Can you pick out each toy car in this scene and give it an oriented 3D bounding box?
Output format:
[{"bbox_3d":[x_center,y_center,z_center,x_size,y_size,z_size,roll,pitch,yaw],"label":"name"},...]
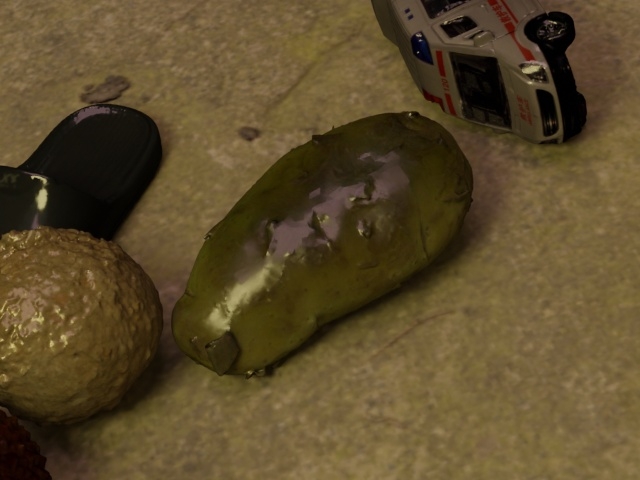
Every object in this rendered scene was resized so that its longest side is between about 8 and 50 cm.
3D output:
[{"bbox_3d":[0.110,-0.141,1.120,0.108,0.089,0.210,-18,43,-4],"label":"toy car"}]

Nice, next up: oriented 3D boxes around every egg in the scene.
[{"bbox_3d":[-0.159,0.052,0.972,0.116,0.140,0.118,-36,74,33],"label":"egg"}]

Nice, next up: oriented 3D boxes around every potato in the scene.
[{"bbox_3d":[0.000,0.000,1.011,0.225,0.090,0.117,-37,56,-12],"label":"potato"}]

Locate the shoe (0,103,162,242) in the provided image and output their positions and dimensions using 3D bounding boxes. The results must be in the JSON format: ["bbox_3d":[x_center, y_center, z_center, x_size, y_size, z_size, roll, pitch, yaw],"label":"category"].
[{"bbox_3d":[-0.195,-0.028,1.084,0.108,0.093,0.241,12,49,22],"label":"shoe"}]

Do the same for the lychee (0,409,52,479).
[{"bbox_3d":[-0.216,0.139,0.904,0.123,0.123,0.129,-13,64,1],"label":"lychee"}]
